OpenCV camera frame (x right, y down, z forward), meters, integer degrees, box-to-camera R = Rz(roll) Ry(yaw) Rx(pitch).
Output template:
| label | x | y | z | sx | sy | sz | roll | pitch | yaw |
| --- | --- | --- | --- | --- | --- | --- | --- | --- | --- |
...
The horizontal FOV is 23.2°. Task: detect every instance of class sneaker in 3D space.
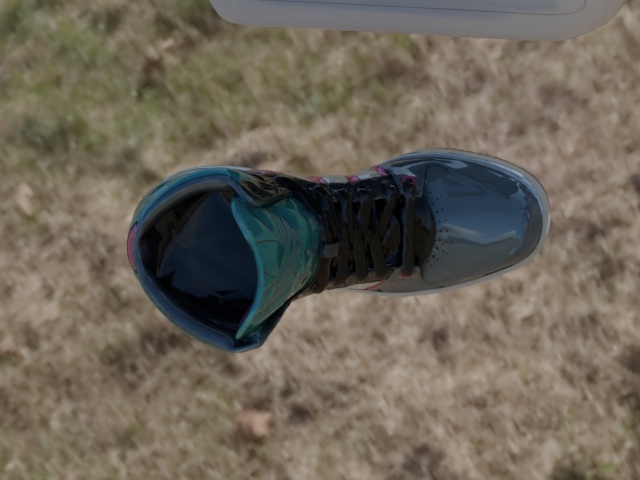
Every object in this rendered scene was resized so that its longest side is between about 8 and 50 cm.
| label | x | y | z | sx | sy | sz | roll | pitch | yaw |
| --- | --- | --- | --- | --- | --- | --- | --- | --- | --- |
| sneaker | 0.000 | 0.000 | 1.037 | 0.295 | 0.124 | 0.178 | -3 | 14 | 13 |

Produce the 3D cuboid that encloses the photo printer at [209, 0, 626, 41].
| label | x | y | z | sx | sy | sz | roll | pitch | yaw |
| --- | --- | --- | --- | --- | --- | --- | --- | --- | --- |
| photo printer | 0.055 | -0.233 | 0.985 | 0.307 | 0.256 | 0.107 | 5 | 63 | 18 |
